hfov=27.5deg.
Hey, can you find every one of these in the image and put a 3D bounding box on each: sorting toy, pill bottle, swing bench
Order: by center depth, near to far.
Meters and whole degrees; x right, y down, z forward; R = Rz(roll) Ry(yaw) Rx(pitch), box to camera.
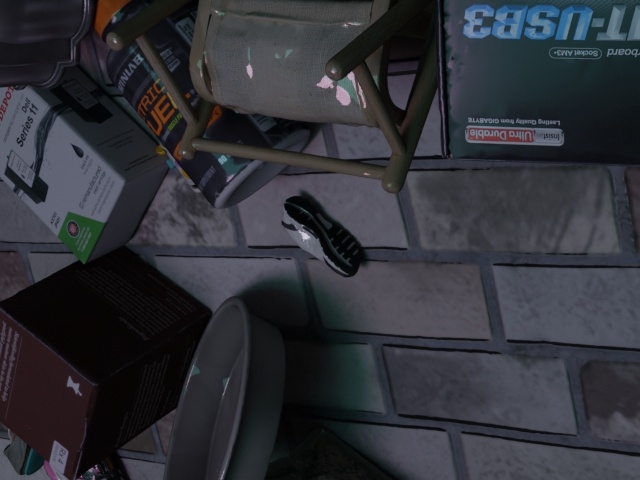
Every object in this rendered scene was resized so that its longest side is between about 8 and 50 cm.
[{"bbox_3d":[-0.004,-0.202,1.185,0.253,0.254,0.165,12,148,34],"label":"swing bench"},{"bbox_3d":[-0.133,-0.163,1.357,0.245,0.130,0.130,50,132,7],"label":"pill bottle"},{"bbox_3d":[-0.140,-0.084,1.470,0.083,0.045,0.075,5,134,36],"label":"sorting toy"}]

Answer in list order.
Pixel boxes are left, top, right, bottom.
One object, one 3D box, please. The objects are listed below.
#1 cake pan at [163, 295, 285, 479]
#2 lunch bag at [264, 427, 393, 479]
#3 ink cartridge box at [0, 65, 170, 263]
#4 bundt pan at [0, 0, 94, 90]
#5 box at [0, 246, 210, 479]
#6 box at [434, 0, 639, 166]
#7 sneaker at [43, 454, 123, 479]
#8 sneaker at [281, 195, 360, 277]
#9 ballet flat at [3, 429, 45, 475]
[{"bbox_3d":[-0.109,0.209,1.460,0.054,0.293,0.293,16,131,-17],"label":"cake pan"},{"bbox_3d":[0.039,0.395,1.479,0.287,0.169,0.235,34,128,26],"label":"lunch bag"},{"bbox_3d":[-0.296,-0.102,1.543,0.208,0.087,0.153,44,131,13],"label":"ink cartridge box"},{"bbox_3d":[-0.384,-0.303,1.372,0.331,0.124,0.330,22,123,38],"label":"bundt pan"},{"bbox_3d":[-0.270,0.139,1.566,0.167,0.203,0.168,35,128,19],"label":"box"},{"bbox_3d":[0.239,-0.204,1.045,0.296,0.073,0.293,5,113,20],"label":"box"},{"bbox_3d":[-0.298,0.328,1.775,0.178,0.072,0.077,37,119,10],"label":"sneaker"},{"bbox_3d":[0.000,0.000,1.404,0.109,0.040,0.043,47,148,14],"label":"sneaker"},{"bbox_3d":[-0.393,0.247,1.806,0.068,0.072,0.213,46,132,16],"label":"ballet flat"}]
